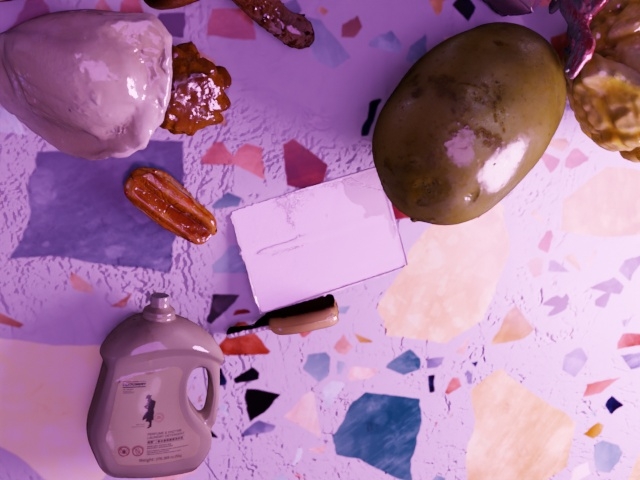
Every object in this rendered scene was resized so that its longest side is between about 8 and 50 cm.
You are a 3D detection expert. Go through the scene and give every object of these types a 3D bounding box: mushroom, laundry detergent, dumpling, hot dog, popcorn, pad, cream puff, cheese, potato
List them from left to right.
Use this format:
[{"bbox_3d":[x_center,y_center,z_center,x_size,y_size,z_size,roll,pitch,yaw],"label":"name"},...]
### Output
[{"bbox_3d":[-0.293,-0.185,1.052,0.252,0.131,0.179,-2,114,10],"label":"dumpling"},{"bbox_3d":[-0.225,0.195,1.201,0.181,0.091,0.253,3,104,-17],"label":"laundry detergent"},{"bbox_3d":[-0.197,-0.046,1.169,0.144,0.038,0.062,37,91,-23],"label":"hot dog"},{"bbox_3d":[-0.176,-0.193,1.107,0.116,0.094,0.122,-47,138,-6],"label":"cream puff"},{"bbox_3d":[-0.089,-0.309,1.090,0.227,0.148,0.217,-34,127,1],"label":"mushroom"},{"bbox_3d":[-0.054,0.115,1.237,0.162,0.086,0.036,-12,102,3],"label":"cheese"},{"bbox_3d":[0.000,0.000,1.238,0.232,0.004,0.157,-18,98,-10],"label":"pad"},{"bbox_3d":[0.199,-0.157,1.153,0.304,0.216,0.216,-38,112,-14],"label":"potato"},{"bbox_3d":[0.448,-0.232,1.208,0.254,0.195,0.256,6,81,-29],"label":"popcorn"}]

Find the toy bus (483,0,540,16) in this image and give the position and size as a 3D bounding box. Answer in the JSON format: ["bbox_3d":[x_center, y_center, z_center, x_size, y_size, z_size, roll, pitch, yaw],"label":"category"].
[{"bbox_3d":[0.176,-0.430,1.127,0.317,0.112,0.138,36,89,-22],"label":"toy bus"}]

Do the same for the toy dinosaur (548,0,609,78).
[{"bbox_3d":[0.363,-0.347,1.117,0.053,0.167,0.242,16,128,-20],"label":"toy dinosaur"}]
